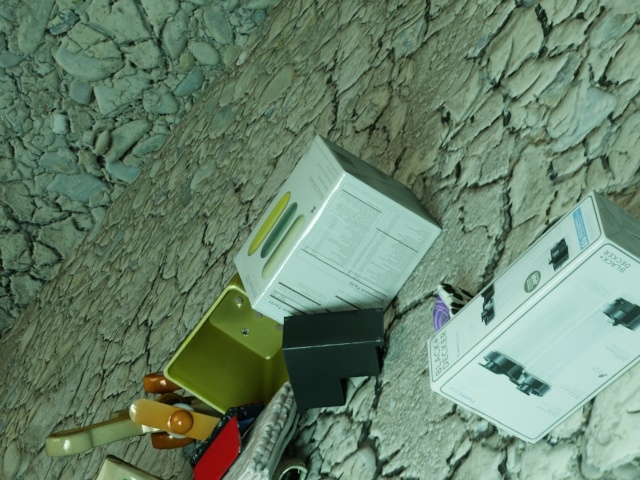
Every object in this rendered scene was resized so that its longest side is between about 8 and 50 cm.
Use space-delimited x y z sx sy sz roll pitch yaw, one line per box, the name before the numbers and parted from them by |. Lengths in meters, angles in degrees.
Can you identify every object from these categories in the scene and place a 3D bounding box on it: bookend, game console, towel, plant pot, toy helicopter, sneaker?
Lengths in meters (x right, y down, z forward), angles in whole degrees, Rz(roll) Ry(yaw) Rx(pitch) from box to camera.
bookend | 0.030 0.189 1.942 0.157 0.156 0.072 -6 41 8
game console | -0.145 0.344 2.040 0.085 0.124 0.144 51 121 24
towel | -0.143 0.404 1.975 0.317 0.053 0.332 -54 2 20
plant pot | -0.115 0.167 2.152 0.212 0.212 0.187 -52 12 21
toy helicopter | -0.326 0.337 2.258 0.235 0.355 0.140 -2 96 48
sneaker | 0.194 0.120 1.738 0.170 0.068 0.071 -105 33 -71
sneaker | -0.077 0.418 1.922 0.188 0.066 0.071 -67 17 -17

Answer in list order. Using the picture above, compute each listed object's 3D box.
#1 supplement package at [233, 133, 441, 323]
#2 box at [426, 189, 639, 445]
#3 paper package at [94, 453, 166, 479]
supplement package | 0.021 0.007 2.036 0.263 0.198 0.199 -56 23 12
box | 0.275 0.095 1.434 0.290 0.169 0.087 -48 26 31
paper package | -0.362 0.549 2.152 0.325 0.168 0.309 -65 5 -11
